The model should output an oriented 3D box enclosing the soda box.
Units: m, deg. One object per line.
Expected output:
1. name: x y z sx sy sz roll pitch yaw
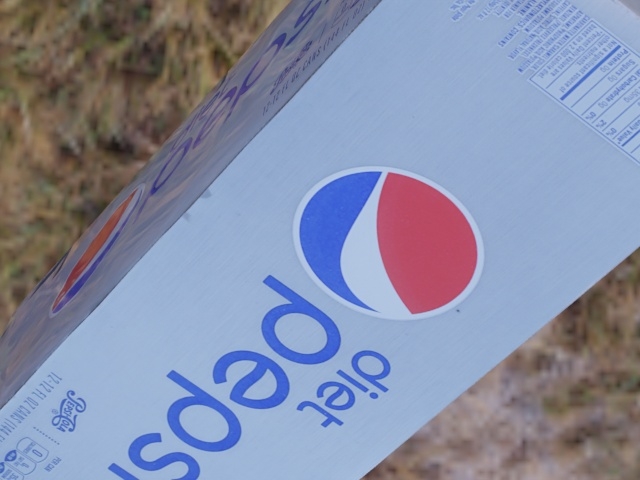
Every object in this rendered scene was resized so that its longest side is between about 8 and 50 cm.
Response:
1. soda box: 0.000 0.000 0.546 0.091 0.098 0.286 36 128 -13
